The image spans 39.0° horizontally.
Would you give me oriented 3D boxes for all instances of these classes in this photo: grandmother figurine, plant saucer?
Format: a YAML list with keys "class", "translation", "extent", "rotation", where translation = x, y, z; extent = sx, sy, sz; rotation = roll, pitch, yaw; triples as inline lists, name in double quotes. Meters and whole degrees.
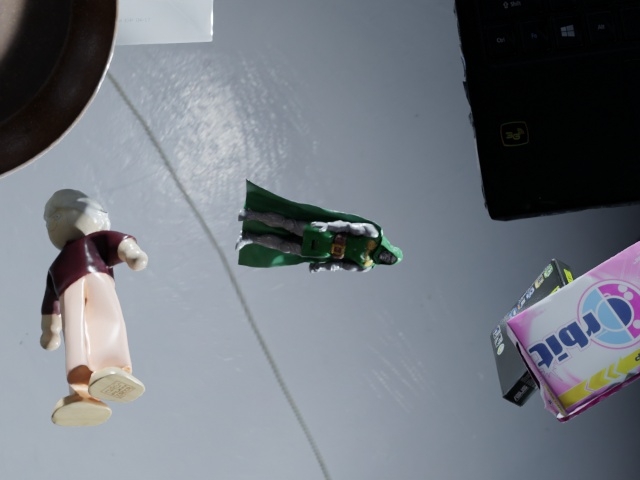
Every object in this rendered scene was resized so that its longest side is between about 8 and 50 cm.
- class: "grandmother figurine"
  translation: [-0.313, 0.064, 1.209]
  extent: [0.207, 0.104, 0.342]
  rotation: [-31, 52, 12]
- class: "plant saucer"
  translation: [-0.170, -0.103, 0.383]
  extent: [0.168, 0.029, 0.169]
  rotation: [-15, 120, -27]

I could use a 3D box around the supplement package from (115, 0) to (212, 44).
- class: "supplement package"
  translation: [-0.306, -0.421, 1.382]
  extent: [0.261, 0.145, 0.204]
  rotation: [-7, 127, -19]

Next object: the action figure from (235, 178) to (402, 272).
- class: "action figure"
  translation: [0.000, 0.000, 1.258]
  extent: [0.232, 0.063, 0.137]
  rotation: [9, 122, 4]

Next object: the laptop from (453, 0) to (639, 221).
- class: "laptop"
  translation: [0.161, -0.161, 0.315]
  extent: [0.234, 0.136, 0.265]
  rotation: [-7, 78, 3]

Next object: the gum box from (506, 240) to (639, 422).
- class: "gum box"
  translation: [0.284, 0.088, 0.895]
  extent: [0.188, 0.062, 0.107]
  rotation: [-31, 68, 1]

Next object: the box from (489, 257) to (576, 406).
- class: "box"
  translation: [0.358, 0.148, 1.489]
  extent: [0.045, 0.184, 0.191]
  rotation: [30, 116, -10]
